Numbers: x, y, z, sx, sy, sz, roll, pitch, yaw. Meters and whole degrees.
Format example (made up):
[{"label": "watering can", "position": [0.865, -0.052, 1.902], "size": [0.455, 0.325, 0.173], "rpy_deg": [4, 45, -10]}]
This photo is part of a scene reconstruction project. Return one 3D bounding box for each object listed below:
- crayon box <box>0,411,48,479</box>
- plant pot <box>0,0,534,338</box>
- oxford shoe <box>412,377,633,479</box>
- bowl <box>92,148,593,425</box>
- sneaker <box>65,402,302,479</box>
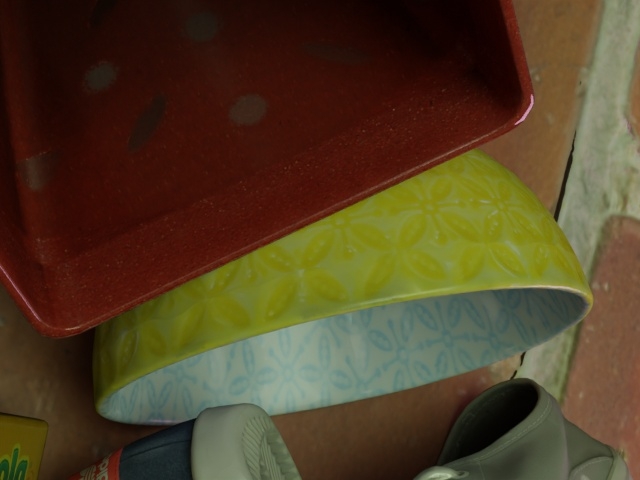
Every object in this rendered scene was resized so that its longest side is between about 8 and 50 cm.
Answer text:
[{"label": "crayon box", "position": [-0.225, 0.188, 0.753], "size": [0.081, 0.202, 0.318], "rpy_deg": [10, 83, 8]}, {"label": "plant pot", "position": [-0.087, -0.162, 0.690], "size": [0.267, 0.235, 0.267], "rpy_deg": [-25, 140, -2]}, {"label": "oxford shoe", "position": [0.082, 0.208, 0.868], "size": [0.130, 0.169, 0.449], "rpy_deg": [49, 26, -1]}, {"label": "bowl", "position": [0.000, 0.000, 0.860], "size": [0.289, 0.289, 0.156], "rpy_deg": [-3, 72, -29]}, {"label": "sneaker", "position": [-0.052, 0.254, 0.907], "size": [0.148, 0.131, 0.350], "rpy_deg": [-16, 117, 10]}]
